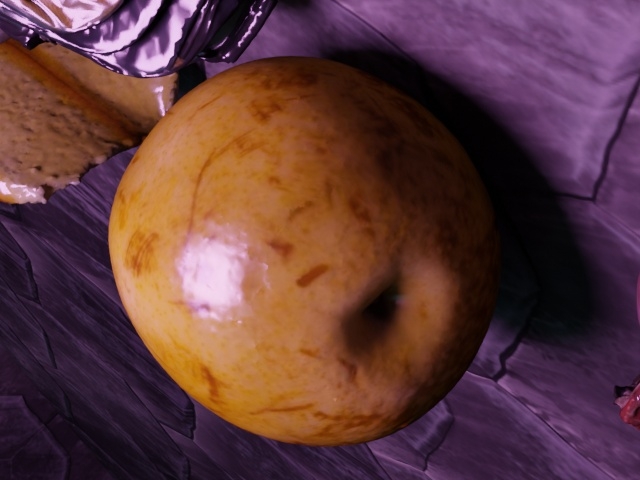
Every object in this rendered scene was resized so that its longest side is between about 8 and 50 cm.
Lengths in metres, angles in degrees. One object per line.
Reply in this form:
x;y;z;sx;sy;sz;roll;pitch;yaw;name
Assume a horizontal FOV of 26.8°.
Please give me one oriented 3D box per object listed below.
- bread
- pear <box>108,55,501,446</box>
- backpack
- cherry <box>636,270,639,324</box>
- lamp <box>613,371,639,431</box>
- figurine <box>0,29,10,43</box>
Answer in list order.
-0.310;-0.181;1.180;0.362;0.233;0.245;14;142;46;bread
-0.013;0.005;0.943;0.281;0.281;0.280;37;157;18;pear
-0.148;-0.214;0.916;0.258;0.133;0.206;32;118;6;backpack
0.256;0.021;0.558;0.239;0.206;0.239;35;145;30;cherry
0.305;0.138;0.825;0.253;0.118;0.118;35;157;14;lamp
-0.330;-0.308;0.985;0.227;0.274;0.394;6;125;14;figurine
